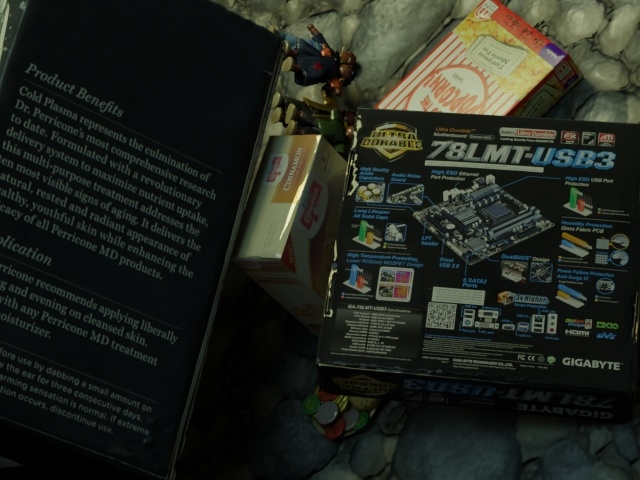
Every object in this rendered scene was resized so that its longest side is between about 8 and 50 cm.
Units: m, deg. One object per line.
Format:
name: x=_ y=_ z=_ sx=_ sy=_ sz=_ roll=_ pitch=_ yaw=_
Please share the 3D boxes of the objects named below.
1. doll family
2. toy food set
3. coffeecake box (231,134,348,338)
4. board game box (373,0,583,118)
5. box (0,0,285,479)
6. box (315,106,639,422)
doll family: x=0.001 y=-0.168 z=1.982 sx=0.076 sy=0.111 sz=0.193 roll=-38 pitch=49 yaw=55
toy food set: x=0.024 y=0.162 z=1.801 sx=0.083 sy=0.020 sz=0.082 roll=26 pitch=77 yaw=42
coffeecake box: x=0.000 y=0.000 z=1.811 sx=0.068 sy=0.185 sz=0.142 roll=1 pitch=62 yaw=35
board game box: x=0.161 y=-0.152 z=1.900 sx=0.193 sy=0.045 sz=0.147 roll=-45 pitch=46 yaw=1
box: x=-0.322 y=-0.005 z=1.836 sx=0.480 sy=0.297 sz=0.472 roll=-15 pitch=54 yaw=54
box: x=0.160 y=0.016 z=1.701 sx=0.295 sy=0.073 sz=0.293 roll=4 pitch=59 yaw=8
